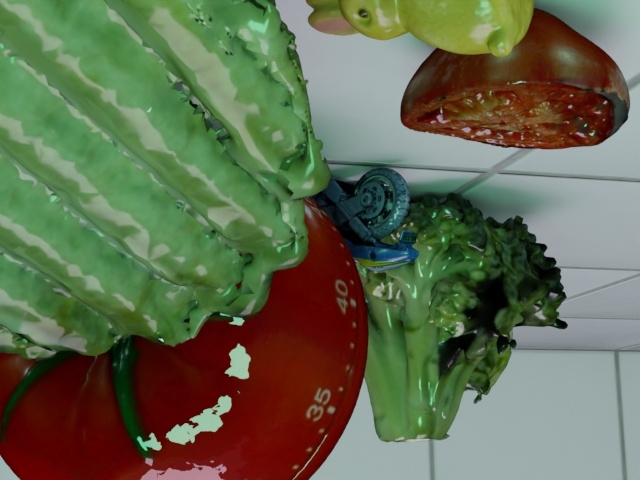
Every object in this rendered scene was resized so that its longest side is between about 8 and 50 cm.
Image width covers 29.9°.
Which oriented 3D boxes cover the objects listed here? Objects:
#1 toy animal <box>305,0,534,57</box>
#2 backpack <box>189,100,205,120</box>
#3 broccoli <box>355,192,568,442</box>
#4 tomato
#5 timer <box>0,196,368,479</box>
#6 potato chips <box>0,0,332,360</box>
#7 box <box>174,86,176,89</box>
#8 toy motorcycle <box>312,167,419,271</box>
[{"bbox_3d":[0.052,-0.150,0.754,0.159,0.083,0.070,2,164,32],"label":"toy animal"},{"bbox_3d":[-0.217,-0.069,0.974,0.253,0.140,0.207,1,170,34],"label":"backpack"},{"bbox_3d":[0.117,0.095,1.412,0.348,0.280,0.293,1,169,-13],"label":"broccoli"},{"bbox_3d":[0.150,-0.121,0.869,0.166,0.082,0.174,7,170,-17],"label":"tomato"},{"bbox_3d":[-0.137,0.095,1.152,0.378,0.378,0.279,-7,156,26],"label":"timer"},{"bbox_3d":[-0.199,-0.069,0.629,0.358,0.070,0.429,-27,131,21],"label":"potato chips"},{"bbox_3d":[-0.243,-0.094,0.787,0.335,0.047,0.187,-14,121,43],"label":"box"},{"bbox_3d":[0.000,0.000,1.298,0.254,0.135,0.092,-11,164,41],"label":"toy motorcycle"}]
